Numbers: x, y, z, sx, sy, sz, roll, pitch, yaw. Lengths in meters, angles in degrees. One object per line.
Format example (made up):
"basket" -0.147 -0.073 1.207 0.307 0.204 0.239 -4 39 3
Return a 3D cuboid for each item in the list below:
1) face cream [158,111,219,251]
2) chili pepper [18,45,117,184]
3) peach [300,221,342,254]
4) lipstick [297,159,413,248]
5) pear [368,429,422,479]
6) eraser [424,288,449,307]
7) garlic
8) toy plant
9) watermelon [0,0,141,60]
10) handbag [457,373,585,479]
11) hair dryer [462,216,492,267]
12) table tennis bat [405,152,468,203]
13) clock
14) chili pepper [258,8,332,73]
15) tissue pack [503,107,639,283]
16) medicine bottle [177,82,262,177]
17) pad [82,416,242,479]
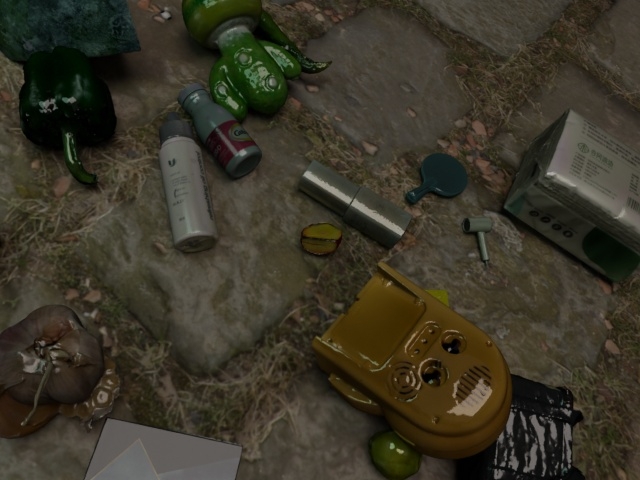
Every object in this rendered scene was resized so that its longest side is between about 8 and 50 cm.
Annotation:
"face cream" -0.280 -0.133 1.018 0.092 0.092 0.312 -9 68 -19
"chili pepper" -0.488 -0.242 0.973 0.173 0.165 0.261 -8 70 -31
"peach" 0.000 0.000 1.055 0.083 0.050 0.077 -22 50 -33
"lipstick" 0.073 -0.081 1.099 0.252 0.079 0.077 30 63 1
"pear" 0.132 0.388 0.898 0.096 0.092 0.092 5 55 34
"eraser" 0.222 0.166 1.045 0.097 0.045 0.122 2 67 -14
"garlic" -0.397 0.224 0.766 0.207 0.256 0.207 -12 111 -36
"toy plant" -0.179 -0.438 1.161 0.224 0.184 0.316 -24 89 -17
"watermelon" -0.546 -0.512 1.067 0.387 0.229 0.258 8 30 10
"handbag" 0.363 0.379 0.913 0.181 0.181 0.255 15 62 1
"hair dryer" 0.377 0.005 1.172 0.063 0.038 0.124 -1 74 -14
"table tennis bat" 0.280 -0.147 1.212 0.201 0.033 0.124 -35 77 -28
"clock" 0.172 0.220 0.864 0.317 0.200 0.244 31 71 33
"chili pepper" -0.117 -0.532 1.255 0.359 0.076 0.085 48 42 12
"tissue pack" 0.668 -0.107 1.209 0.356 0.194 0.266 33 61 -1
"medicine bottle" -0.223 -0.242 1.082 0.090 0.090 0.217 -34 78 -26
"pad" -0.265 0.401 0.825 0.242 0.004 0.164 16 63 -9
